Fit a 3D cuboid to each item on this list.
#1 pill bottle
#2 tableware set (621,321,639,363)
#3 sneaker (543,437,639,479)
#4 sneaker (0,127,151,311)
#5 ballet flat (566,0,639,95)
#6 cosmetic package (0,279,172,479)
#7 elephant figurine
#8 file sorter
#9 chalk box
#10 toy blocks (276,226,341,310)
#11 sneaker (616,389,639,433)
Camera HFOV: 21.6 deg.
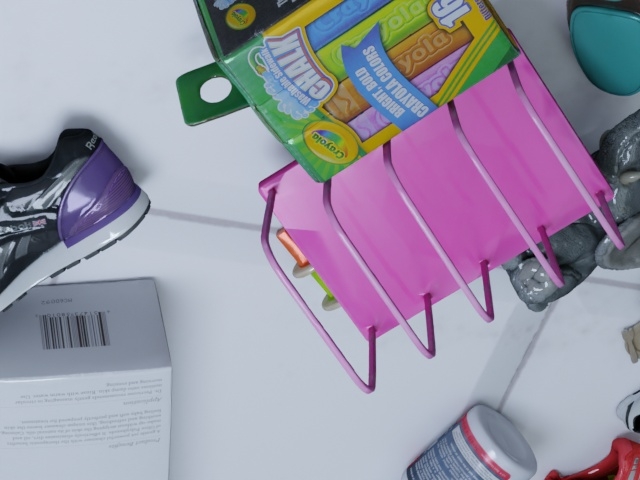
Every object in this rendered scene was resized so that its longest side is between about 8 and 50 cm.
[{"bbox_3d":[0.159,0.290,1.989,0.108,0.108,0.180,33,112,-33],"label":"pill bottle"},{"bbox_3d":[0.435,0.082,1.966,0.169,0.020,0.141,-10,128,-9],"label":"tableware set"},{"bbox_3d":[0.309,0.345,2.098,0.279,0.107,0.118,-43,107,13],"label":"sneaker"},{"bbox_3d":[-0.317,-0.011,1.649,0.283,0.107,0.124,-33,113,5],"label":"sneaker"},{"bbox_3d":[0.291,-0.256,1.603,0.106,0.108,0.316,-62,156,-18],"label":"ballet flat"},{"bbox_3d":[-0.265,0.235,1.797,0.197,0.155,0.365,-2,127,-13],"label":"cosmetic package"},{"bbox_3d":[0.293,-0.036,1.745,0.239,0.186,0.169,-28,95,6],"label":"elephant figurine"},{"bbox_3d":[0.113,-0.019,1.576,0.291,0.182,0.202,-31,109,13],"label":"file sorter"},{"bbox_3d":[0.001,-0.191,1.537,0.289,0.180,0.179,-32,128,11],"label":"chalk box"},{"bbox_3d":[0.000,0.000,1.739,0.148,0.054,0.123,51,147,-18],"label":"toy blocks"},{"bbox_3d":[0.407,0.190,2.025,0.040,0.043,0.109,27,114,-28],"label":"sneaker"}]
